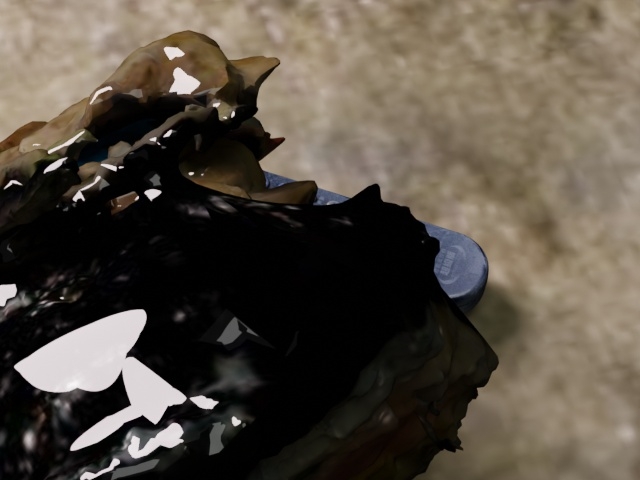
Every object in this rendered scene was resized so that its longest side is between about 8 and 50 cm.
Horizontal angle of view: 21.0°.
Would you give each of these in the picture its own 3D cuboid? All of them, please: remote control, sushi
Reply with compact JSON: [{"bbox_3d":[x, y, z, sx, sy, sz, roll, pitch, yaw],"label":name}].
[{"bbox_3d":[0.000,-0.001,0.767,0.152,0.027,0.043,19,64,8],"label":"remote control"},{"bbox_3d":[-0.076,0.040,0.617,0.238,0.225,0.219,-24,61,-22],"label":"sushi"}]
